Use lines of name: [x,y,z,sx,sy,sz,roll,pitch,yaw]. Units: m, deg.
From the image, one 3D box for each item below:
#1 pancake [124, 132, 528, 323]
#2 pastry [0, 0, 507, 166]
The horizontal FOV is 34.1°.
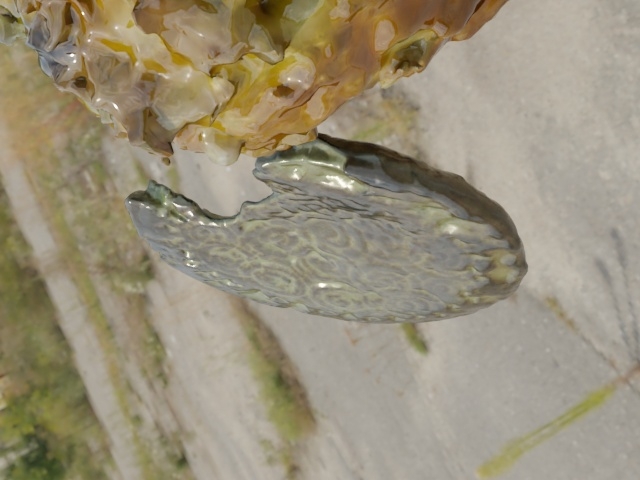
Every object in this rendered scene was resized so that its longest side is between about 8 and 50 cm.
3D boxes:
pancake: [0.000,0.000,0.743,0.288,0.286,0.033,99,-174,-67]
pastry: [-0.003,-0.243,0.538,0.337,0.405,0.292,-18,127,32]
